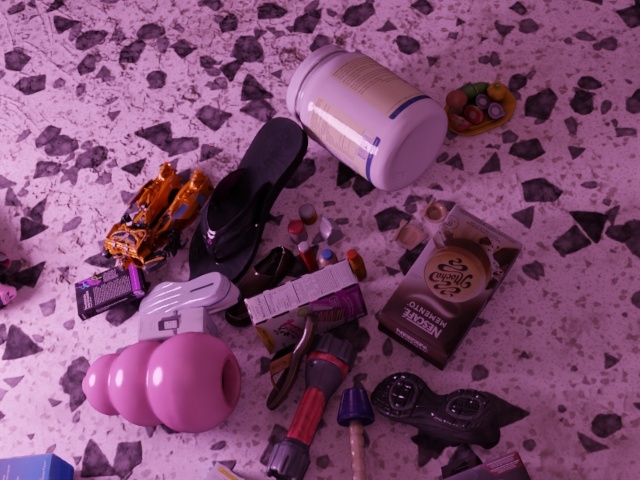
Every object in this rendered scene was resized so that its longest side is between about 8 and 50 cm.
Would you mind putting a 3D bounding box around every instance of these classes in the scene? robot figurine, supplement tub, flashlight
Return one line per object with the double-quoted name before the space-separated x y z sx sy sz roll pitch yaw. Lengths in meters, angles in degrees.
"robot figurine" -0.387 -0.051 2.093 0.211 0.085 0.291 14 56 31
"supplement tub" 0.103 -0.287 2.067 0.235 0.235 0.325 -44 63 -14
"flashlight" -0.021 0.338 1.811 0.103 0.103 0.304 -13 45 49

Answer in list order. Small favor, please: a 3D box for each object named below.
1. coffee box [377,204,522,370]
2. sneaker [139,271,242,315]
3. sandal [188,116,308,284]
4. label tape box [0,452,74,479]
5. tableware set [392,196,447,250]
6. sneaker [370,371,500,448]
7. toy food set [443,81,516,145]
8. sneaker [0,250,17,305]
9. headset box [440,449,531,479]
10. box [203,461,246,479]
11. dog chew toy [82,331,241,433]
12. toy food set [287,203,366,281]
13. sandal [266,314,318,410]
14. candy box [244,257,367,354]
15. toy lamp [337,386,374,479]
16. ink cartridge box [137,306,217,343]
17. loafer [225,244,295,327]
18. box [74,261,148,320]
"coffee box" 0.269 0.098 1.876 0.168 0.119 0.297 32 71 14
"sneaker" -0.287 0.140 1.979 0.258 0.091 0.094 -13 53 33
"sandal" -0.188 -0.092 2.041 0.168 0.107 0.445 23 83 30
"label tape box" -0.688 0.577 1.805 0.348 0.115 0.249 -8 60 9
"tableware set" 0.256 -0.011 2.009 0.141 0.020 0.169 -43 62 -14
"sneaker" 0.223 0.348 1.767 0.286 0.130 0.109 11 52 41
"toy food set" 0.359 -0.320 2.132 0.218 0.071 0.128 -23 60 -3
"sneaker" -0.813 0.037 2.146 0.131 0.112 0.319 -15 61 -18
"headset box" 0.309 0.539 1.640 0.218 0.110 0.293 -21 60 -1
"box" -0.229 0.565 1.754 0.101 0.060 0.244 28 70 23
"dog chew toy" -0.337 0.295 1.853 0.332 0.206 0.206 -5 60 17
"toy food set" 0.000 0.000 2.000 0.111 0.104 0.232 -31 61 -7
"sandal" -0.069 0.245 1.848 0.060 0.090 0.219 23 106 -6
"candy box" -0.027 0.141 1.896 0.234 0.159 0.071 -22 59 -1
"toy lamp" 0.076 0.426 1.767 0.080 0.080 0.274 -8 62 6
"ink cartridge box" -0.306 0.201 1.942 0.151 0.109 0.063 -8 59 7
"loafer" -0.142 0.092 1.991 0.080 0.078 0.220 26 69 22
"box" -0.480 0.111 2.053 0.162 0.029 0.116 -22 39 -3
